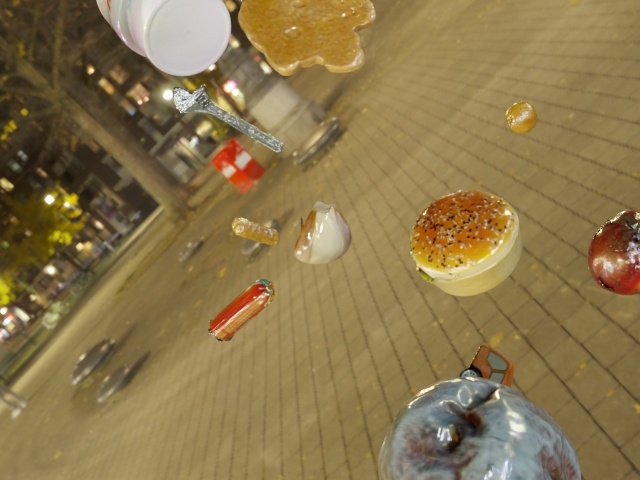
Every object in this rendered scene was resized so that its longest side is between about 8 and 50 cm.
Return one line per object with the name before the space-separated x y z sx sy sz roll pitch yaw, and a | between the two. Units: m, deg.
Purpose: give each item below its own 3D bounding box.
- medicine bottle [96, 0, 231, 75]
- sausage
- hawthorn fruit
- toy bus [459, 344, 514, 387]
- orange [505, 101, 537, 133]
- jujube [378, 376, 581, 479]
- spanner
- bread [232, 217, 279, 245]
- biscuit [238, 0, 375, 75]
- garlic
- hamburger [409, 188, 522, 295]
medicine bottle | -0.348 -0.521 1.577 0.241 0.241 0.302 -44 50 5
sausage | -0.194 0.173 1.820 0.264 0.083 0.083 -41 12 40
hawthorn fruit | 0.687 0.045 1.580 0.181 0.181 0.235 -50 -30 -21
toy bus | 0.247 0.371 1.285 0.409 0.092 0.093 -54 -29 -34
orange | 0.504 -0.308 1.780 0.085 0.085 0.085 -42 13 12
jujube | 0.205 0.306 0.906 0.215 0.308 0.247 0 54 33
spanner | -0.237 -0.314 1.849 0.093 0.325 0.026 -59 17 8
bread | -0.179 -0.024 1.979 0.044 0.157 0.052 -33 53 37
biscuit | -0.032 -0.485 1.509 0.269 0.376 0.051 -35 -22 -5
garlic | -0.008 0.003 1.583 0.115 0.128 0.206 -50 5 -20
hamburger | 0.363 0.000 1.803 0.300 0.176 0.300 -25 37 20
